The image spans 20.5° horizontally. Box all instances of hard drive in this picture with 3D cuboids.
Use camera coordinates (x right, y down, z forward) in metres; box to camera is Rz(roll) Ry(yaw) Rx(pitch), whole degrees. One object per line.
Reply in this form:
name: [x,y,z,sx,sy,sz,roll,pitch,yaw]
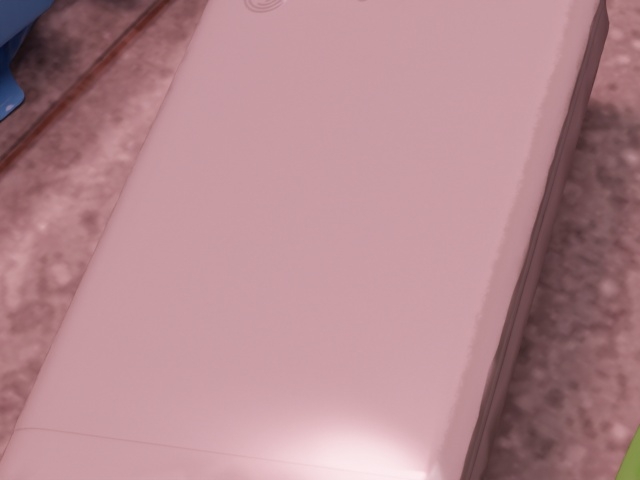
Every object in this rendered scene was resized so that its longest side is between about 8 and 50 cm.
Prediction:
hard drive: [0.000,0.000,0.804,0.203,0.040,0.307,5,54,22]

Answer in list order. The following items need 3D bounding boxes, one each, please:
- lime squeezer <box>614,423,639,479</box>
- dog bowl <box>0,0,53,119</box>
lime squeezer: [0.055,0.146,0.718,0.310,0.059,0.110,-26,59,-16]
dog bowl: [-0.154,-0.175,0.886,0.074,0.166,0.297,28,59,32]
